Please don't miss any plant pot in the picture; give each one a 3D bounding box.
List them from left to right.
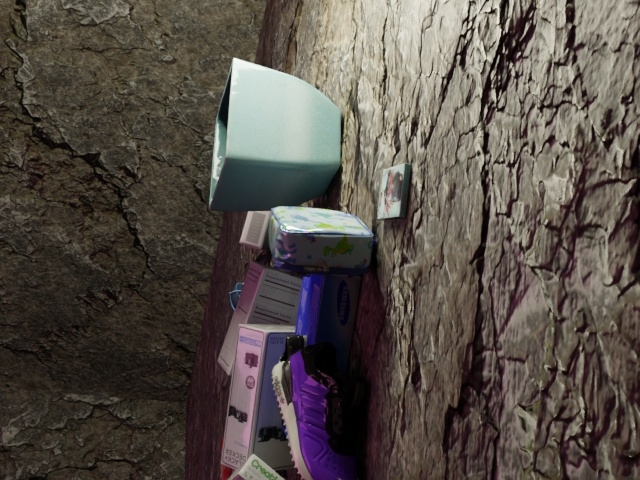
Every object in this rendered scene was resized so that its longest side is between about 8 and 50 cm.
[{"bbox_3d":[-0.091,-0.204,1.832,0.248,0.252,0.247,122,152,-63],"label":"plant pot"}]

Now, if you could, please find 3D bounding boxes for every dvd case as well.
[{"bbox_3d":[0.118,-0.077,1.389,0.119,0.013,0.087,180,97,-78],"label":"dvd case"}]

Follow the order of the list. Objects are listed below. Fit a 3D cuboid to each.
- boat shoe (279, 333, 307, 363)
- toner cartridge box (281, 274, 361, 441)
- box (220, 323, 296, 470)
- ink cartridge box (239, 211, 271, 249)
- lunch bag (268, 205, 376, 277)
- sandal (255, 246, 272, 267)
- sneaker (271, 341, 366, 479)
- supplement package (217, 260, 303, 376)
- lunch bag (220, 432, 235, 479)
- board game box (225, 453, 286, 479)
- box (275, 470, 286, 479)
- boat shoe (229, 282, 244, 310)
[{"bbox_3d":[-0.058,0.227,1.593,0.049,0.042,0.133,-103,23,-50],"label":"boat shoe"},{"bbox_3d":[-0.002,0.216,1.616,0.165,0.075,0.347,-145,63,-74],"label":"toner cartridge box"},{"bbox_3d":[-0.099,0.319,1.741,0.087,0.169,0.289,7,92,42],"label":"box"},{"bbox_3d":[-0.104,-0.124,2.184,0.261,0.066,0.296,2,-75,-78],"label":"ink cartridge box"},{"bbox_3d":[0.000,0.000,1.508,0.219,0.176,0.090,-124,38,-74],"label":"lunch bag"},{"bbox_3d":[-0.120,0.139,2.094,0.167,0.107,0.445,-106,26,-59],"label":"sandal"},{"bbox_3d":[0.021,0.292,1.416,0.146,0.102,0.293,-38,54,20],"label":"sneaker"},{"bbox_3d":[-0.116,0.184,1.882,0.139,0.134,0.244,-160,89,-72],"label":"supplement package"},{"bbox_3d":[-0.177,0.501,2.153,0.258,0.120,0.293,-91,16,-48],"label":"lunch bag"},{"bbox_3d":[-0.096,0.509,1.619,0.053,0.193,0.305,-50,-3,-28],"label":"board game box"},{"bbox_3d":[-0.113,0.551,1.965,0.062,0.052,0.083,-106,28,-61],"label":"box"},{"bbox_3d":[-0.180,0.182,2.403,0.258,0.109,0.089,48,124,52],"label":"boat shoe"}]
